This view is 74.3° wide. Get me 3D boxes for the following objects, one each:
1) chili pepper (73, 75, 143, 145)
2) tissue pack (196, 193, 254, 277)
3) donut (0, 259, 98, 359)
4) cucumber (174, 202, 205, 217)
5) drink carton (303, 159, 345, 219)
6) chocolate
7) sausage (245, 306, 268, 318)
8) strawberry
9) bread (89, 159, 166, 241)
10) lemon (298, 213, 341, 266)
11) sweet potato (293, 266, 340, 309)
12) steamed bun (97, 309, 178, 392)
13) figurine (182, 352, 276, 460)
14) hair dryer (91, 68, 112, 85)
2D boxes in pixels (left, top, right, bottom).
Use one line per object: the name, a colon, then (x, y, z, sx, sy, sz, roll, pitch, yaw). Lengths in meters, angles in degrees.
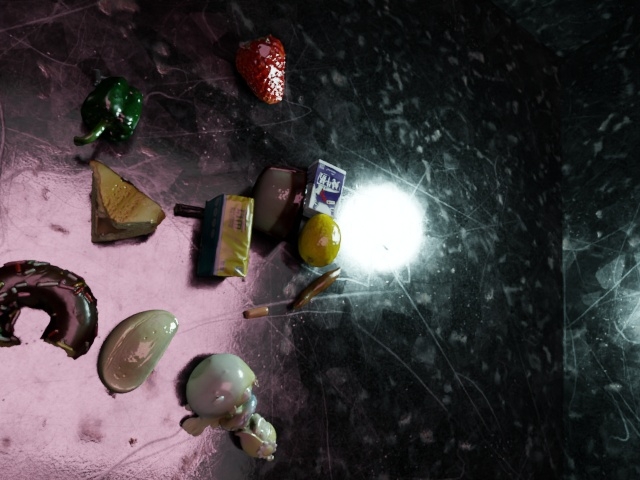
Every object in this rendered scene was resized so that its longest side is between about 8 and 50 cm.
chili pepper: (-0.673, -0.391, 1.345, 0.165, 0.174, 0.261, 37, 58, -46)
tissue pack: (-0.314, -0.009, 1.413, 0.134, 0.192, 0.270, 10, 81, -32)
donut: (-0.781, 0.181, 1.149, 0.345, 0.136, 0.259, 14, 74, -28)
cucumber: (-0.426, -0.102, 1.483, 0.163, 0.043, 0.039, 10, 32, -35)
drink carton: (0.006, -0.196, 1.720, 0.134, 0.102, 0.222, 21, 69, -26)
chocolate: (-0.167, -0.137, 1.530, 0.186, 0.283, 0.283, 10, 72, -11)
sausage: (-0.227, 0.257, 1.504, 0.083, 0.034, 0.034, -6, 80, -30)
strawberry: (-0.224, -0.669, 1.684, 0.205, 0.205, 0.244, -33, 116, -32)
bread: (-0.591, -0.119, 1.306, 0.211, 0.184, 0.223, -3, 82, -32)
lemon: (0.000, 0.000, 1.624, 0.170, 0.170, 0.207, 31, 66, -20)
sweet potato: (-0.012, 0.181, 1.636, 0.265, 0.057, 0.057, -37, 97, -28)
steamed bun: (-0.536, 0.308, 1.215, 0.155, 0.200, 0.250, 35, 60, -17)
figurine: (-0.282, 0.555, 1.339, 0.275, 0.226, 0.394, -34, 108, -1)
hair dryer: (-0.728, -0.547, 1.435, 0.083, 0.026, 0.047, -4, 81, -38)
